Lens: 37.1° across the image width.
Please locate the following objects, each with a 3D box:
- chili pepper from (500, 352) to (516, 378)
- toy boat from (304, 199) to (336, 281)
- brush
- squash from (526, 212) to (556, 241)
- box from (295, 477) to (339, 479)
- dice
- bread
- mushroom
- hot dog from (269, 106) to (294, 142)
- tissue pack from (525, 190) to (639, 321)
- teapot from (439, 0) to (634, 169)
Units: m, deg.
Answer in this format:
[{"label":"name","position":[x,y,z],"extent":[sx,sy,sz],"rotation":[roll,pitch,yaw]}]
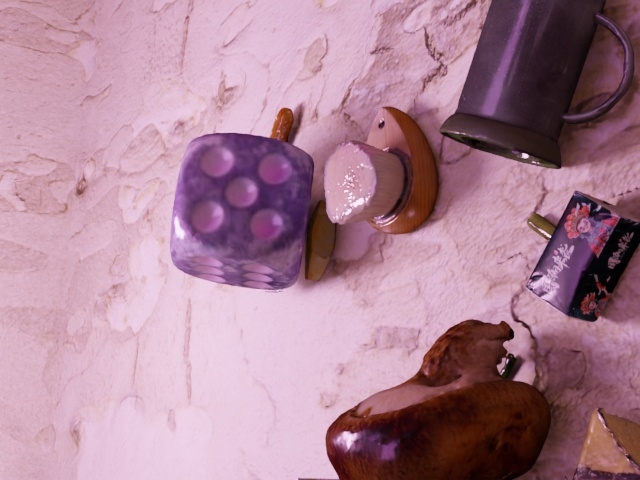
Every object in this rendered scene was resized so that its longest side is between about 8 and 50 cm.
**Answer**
[{"label":"chili pepper","position":[0.292,0.219,1.555],"extent":[0.027,0.022,0.083],"rotation":[44,120,14]},{"label":"toy boat","position":[0.000,0.000,2.006],"extent":[0.066,0.065,0.172],"rotation":[163,117,-76]},{"label":"brush","position":[0.109,-0.146,1.809],"extent":[0.174,0.166,0.266],"rotation":[-30,53,47]},{"label":"squash","position":[0.364,-0.014,1.520],"extent":[0.083,0.027,0.027],"rotation":[46,117,51]},{"label":"box","position":[0.058,0.546,1.619],"extent":[0.116,0.203,0.274],"rotation":[-56,40,30]},{"label":"dice","position":[-0.160,-0.056,1.993],"extent":[0.270,0.270,0.271],"rotation":[102,176,-74]},{"label":"bread","position":[0.418,0.302,1.247],"extent":[0.152,0.147,0.127],"rotation":[11,76,49]},{"label":"mushroom","position":[0.165,0.266,1.464],"extent":[0.345,0.345,0.259],"rotation":[-20,78,51]},{"label":"hot dog","position":[-0.108,-0.209,2.239],"extent":[0.066,0.047,0.215],"rotation":[-132,60,-66]},{"label":"tissue pack","position":[0.392,0.025,1.412],"extent":[0.103,0.090,0.170],"rotation":[40,113,49]},{"label":"teapot","position":[0.357,-0.291,1.499],"extent":[0.270,0.200,0.337],"rotation":[19,94,30]}]
